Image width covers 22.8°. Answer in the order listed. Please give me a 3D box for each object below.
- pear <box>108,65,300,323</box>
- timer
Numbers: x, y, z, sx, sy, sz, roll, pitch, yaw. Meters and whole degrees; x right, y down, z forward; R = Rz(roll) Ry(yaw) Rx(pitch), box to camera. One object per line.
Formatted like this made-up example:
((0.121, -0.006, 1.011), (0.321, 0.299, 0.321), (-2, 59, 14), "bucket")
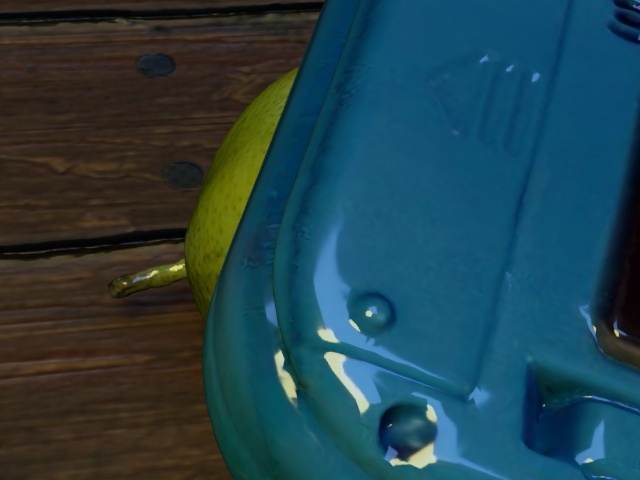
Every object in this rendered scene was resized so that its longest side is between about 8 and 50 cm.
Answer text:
((0.000, 0.000, 0.789), (0.216, 0.166, 0.180), (-11, 51, 22), "pear")
((0.128, 0.006, 0.634), (0.309, 0.115, 0.340), (22, 54, -4), "timer")
